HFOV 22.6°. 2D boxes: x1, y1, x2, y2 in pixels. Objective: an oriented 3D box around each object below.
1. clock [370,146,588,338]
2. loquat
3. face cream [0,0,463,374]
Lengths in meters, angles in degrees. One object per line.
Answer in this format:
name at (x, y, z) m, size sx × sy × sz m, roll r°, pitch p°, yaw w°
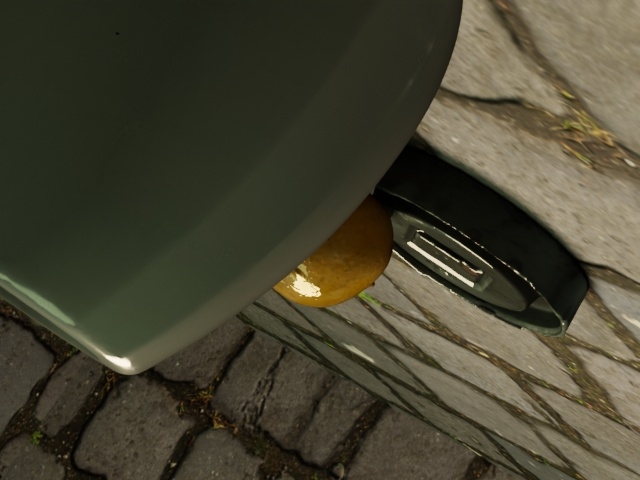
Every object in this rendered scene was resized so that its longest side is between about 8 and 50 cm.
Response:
clock at (0.142, -0.001, 1.621) m, size 0.280 × 0.055 × 0.280 m, roll 33°, pitch 170°, yaw 6°
loquat at (0.000, 0.000, 1.556) m, size 0.141 × 0.141 × 0.141 m, roll 34°, pitch 170°, yaw 7°
face cream at (-0.068, -0.122, 0.838) m, size 0.312 × 0.357 × 0.219 m, roll 24°, pitch 166°, yaw 48°
